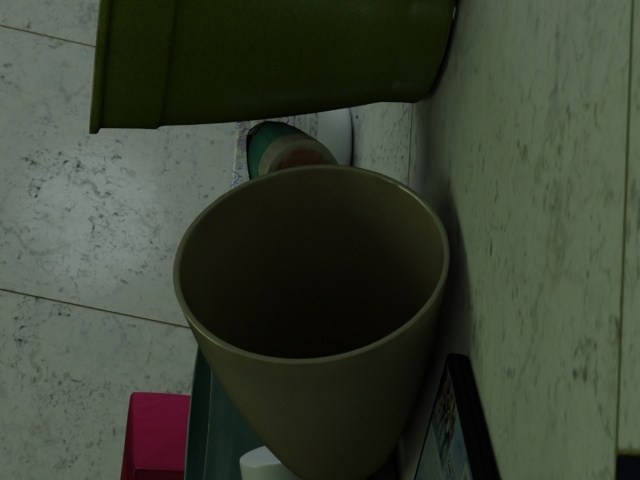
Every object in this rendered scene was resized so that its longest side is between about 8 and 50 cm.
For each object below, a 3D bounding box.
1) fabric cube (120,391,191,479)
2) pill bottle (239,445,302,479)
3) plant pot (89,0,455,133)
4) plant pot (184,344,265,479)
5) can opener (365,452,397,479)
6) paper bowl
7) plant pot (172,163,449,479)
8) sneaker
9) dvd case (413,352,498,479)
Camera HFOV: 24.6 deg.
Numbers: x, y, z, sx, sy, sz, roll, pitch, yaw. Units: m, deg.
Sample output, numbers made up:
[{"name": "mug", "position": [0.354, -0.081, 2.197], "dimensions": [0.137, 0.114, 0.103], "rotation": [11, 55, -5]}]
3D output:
[{"name": "fabric cube", "position": [-0.184, 0.413, 2.315], "dimensions": [0.258, 0.259, 0.254], "rotation": [-116, 33, -69]}, {"name": "pill bottle", "position": [-0.023, 0.335, 1.588], "dimensions": [0.124, 0.124, 0.222], "rotation": [-154, 53, -80]}, {"name": "plant pot", "position": [-0.050, -0.277, 1.529], "dimensions": [0.366, 0.352, 0.367], "rotation": [-175, 90, -80]}, {"name": "plant pot", "position": [-0.054, 0.239, 1.768], "dimensions": [0.293, 0.196, 0.293], "rotation": [-175, 90, -80]}, {"name": "can opener", "position": [0.046, 0.319, 1.483], "dimensions": [0.280, 0.074, 0.093], "rotation": [-94, 12, -45]}, {"name": "paper bowl", "position": [-0.043, -0.109, 2.046], "dimensions": [0.284, 0.148, 0.284], "rotation": [-176, 90, -81]}, {"name": "plant pot", "position": [0.005, 0.112, 1.443], "dimensions": [0.257, 0.256, 0.274], "rotation": [-94, -3, -46]}, {"name": "sneaker", "position": [0.000, 0.000, 1.578], "dimensions": [0.121, 0.108, 0.302], "rotation": [50, 162, 58]}, {"name": "dvd case", "position": [0.108, 0.252, 1.295], "dimensions": [0.180, 0.022, 0.253], "rotation": [-96, 14, -55]}]
